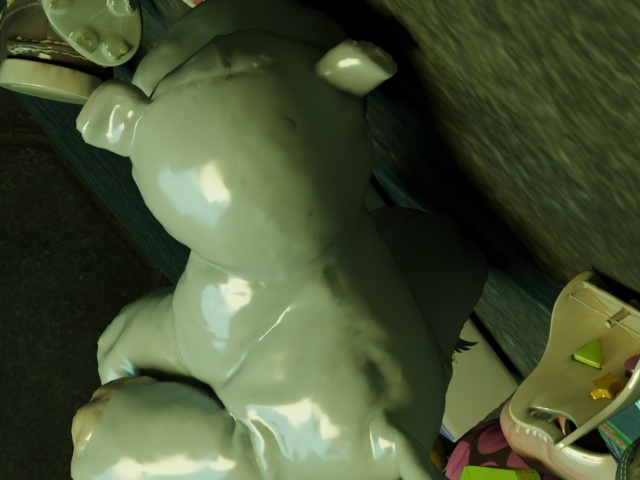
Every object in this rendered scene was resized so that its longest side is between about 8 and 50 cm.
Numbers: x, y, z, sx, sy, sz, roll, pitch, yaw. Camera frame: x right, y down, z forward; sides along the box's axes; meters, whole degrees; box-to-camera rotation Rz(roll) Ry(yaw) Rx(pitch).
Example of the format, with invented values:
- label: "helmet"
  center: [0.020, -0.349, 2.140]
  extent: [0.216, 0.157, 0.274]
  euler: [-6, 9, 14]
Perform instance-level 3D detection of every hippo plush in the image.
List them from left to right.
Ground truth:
- label: "hippo plush"
  center: [-0.047, 0.010, 0.930]
  extent: [0.294, 0.234, 0.236]
  euler: [-90, -20, -61]

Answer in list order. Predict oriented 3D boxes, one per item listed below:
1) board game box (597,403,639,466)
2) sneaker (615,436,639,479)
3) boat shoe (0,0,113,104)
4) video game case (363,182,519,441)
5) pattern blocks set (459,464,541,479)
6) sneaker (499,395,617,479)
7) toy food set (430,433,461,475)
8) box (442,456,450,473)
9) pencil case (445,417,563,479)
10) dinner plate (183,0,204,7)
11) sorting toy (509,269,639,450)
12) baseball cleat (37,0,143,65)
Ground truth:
- label: "board game box"
  center: [0.220, 0.168, 0.917]
  extent: [0.160, 0.039, 0.211]
  euler: [42, 169, 45]
- label: "sneaker"
  center: [0.206, 0.121, 0.659]
  extent: [0.283, 0.110, 0.122]
  euler: [36, 146, 51]
- label: "boat shoe"
  center: [-0.233, -0.173, 1.643]
  extent: [0.116, 0.097, 0.324]
  euler: [10, -178, -9]
- label: "video game case"
  center: [0.000, 0.000, 1.273]
  extent: [0.244, 0.061, 0.269]
  euler: [54, 172, -16]
- label: "pattern blocks set"
  center: [0.105, 0.269, 1.055]
  extent: [0.325, 0.026, 0.285]
  euler: [8, 96, 57]
- label: "sneaker"
  center: [0.139, 0.102, 1.030]
  extent: [0.134, 0.051, 0.070]
  euler: [39, 161, 53]
- label: "toy food set"
  center: [0.056, 0.205, 1.560]
  extent: [0.071, 0.128, 0.218]
  euler: [44, 155, 7]
- label: "box"
  center: [0.110, 0.239, 1.836]
  extent: [0.105, 0.043, 0.179]
  euler: [49, 174, 11]
- label: "pencil case"
  center: [0.153, 0.175, 1.154]
  extent: [0.098, 0.095, 0.209]
  euler: [31, -179, -19]
- label: "dinner plate"
  center: [-0.108, -0.197, 1.124]
  extent: [0.141, 0.017, 0.141]
  euler: [48, 171, 10]
- label: "sorting toy"
  center: [0.122, 0.061, 0.831]
  extent: [0.045, 0.075, 0.083]
  euler: [54, 172, -25]
- label: "baseball cleat"
  center: [-0.195, -0.224, 1.362]
  extent: [0.206, 0.072, 0.109]
  euler: [59, -177, -24]
